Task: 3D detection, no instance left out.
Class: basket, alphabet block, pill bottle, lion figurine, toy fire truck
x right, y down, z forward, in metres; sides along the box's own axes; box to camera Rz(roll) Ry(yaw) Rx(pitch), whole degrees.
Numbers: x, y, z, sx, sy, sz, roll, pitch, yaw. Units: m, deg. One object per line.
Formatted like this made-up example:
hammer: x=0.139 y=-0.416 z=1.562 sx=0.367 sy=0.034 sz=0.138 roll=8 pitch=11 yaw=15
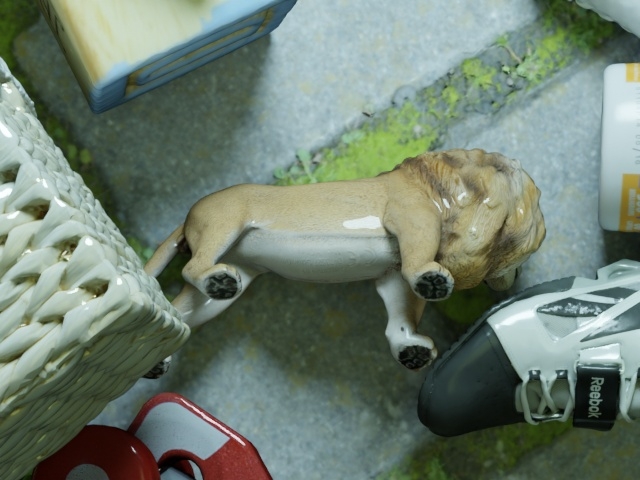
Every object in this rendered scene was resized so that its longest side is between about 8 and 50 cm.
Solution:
basket: x=-0.288 y=0.046 z=0.889 sx=0.331 sy=0.328 sz=0.266 roll=-40 pitch=84 yaw=-5
alphabet block: x=-0.146 y=-0.239 z=1.105 sx=0.192 sy=0.193 sz=0.197 roll=-28 pitch=93 yaw=-12
pill bottle: x=0.383 y=-0.079 z=1.176 sx=0.272 sy=0.152 sz=0.152 roll=2 pitch=88 yaw=12
lion figurine: x=0.000 y=0.000 z=1.141 sx=0.392 sy=0.240 sz=0.142 roll=4 pitch=125 yaw=1
toy fire truck: x=-0.133 y=0.292 z=1.067 sx=0.254 sy=0.169 sz=0.302 roll=33 pitch=84 yaw=12

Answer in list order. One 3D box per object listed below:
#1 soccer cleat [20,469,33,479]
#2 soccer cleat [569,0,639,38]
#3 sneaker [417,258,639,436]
soccer cleat: x=-0.248 y=0.144 z=1.147 sx=0.072 sy=0.060 sz=0.179 roll=23 pitch=78 yaw=1
soccer cleat: x=0.265 y=-0.258 z=1.235 sx=0.143 sy=0.116 sz=0.331 roll=-28 pitch=110 yaw=27
sneaker: x=0.249 y=0.108 z=1.177 sx=0.330 sy=0.122 sz=0.146 roll=-24 pitch=49 yaw=-9
